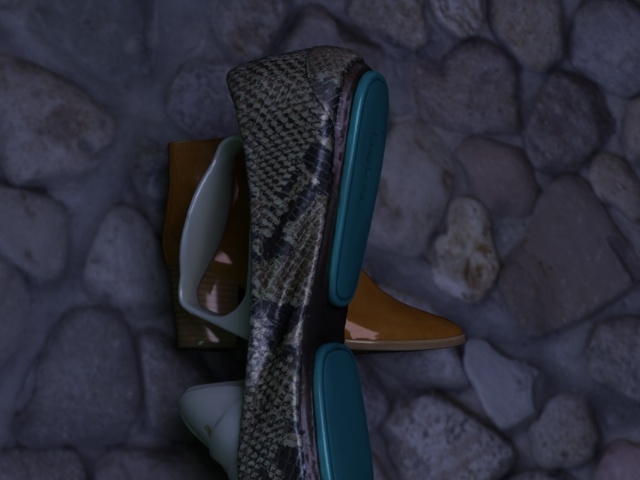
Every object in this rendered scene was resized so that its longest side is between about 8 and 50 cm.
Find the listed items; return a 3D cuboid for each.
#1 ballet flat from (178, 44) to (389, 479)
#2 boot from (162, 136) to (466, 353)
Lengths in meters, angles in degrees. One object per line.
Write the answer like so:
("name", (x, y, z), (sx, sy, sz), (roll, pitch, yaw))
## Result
("ballet flat", (-0.037, 0.073, 1.558), (0.182, 0.164, 0.483), (-1, 85, 17))
("boot", (-0.001, 0.000, 1.679), (0.295, 0.104, 0.211), (3, 82, -17))
